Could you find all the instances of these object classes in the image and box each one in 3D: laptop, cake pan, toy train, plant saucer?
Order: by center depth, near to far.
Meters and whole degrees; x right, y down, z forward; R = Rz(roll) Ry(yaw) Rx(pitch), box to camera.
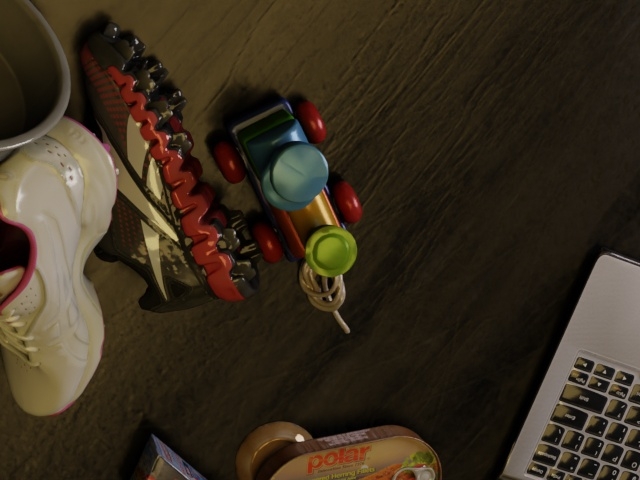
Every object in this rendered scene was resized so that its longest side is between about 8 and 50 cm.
[{"bbox_3d":[-0.348,-0.158,1.613,0.293,0.293,0.054,21,126,-19],"label":"cake pan"},{"bbox_3d":[0.000,0.000,1.805,0.105,0.143,0.248,-26,110,-5],"label":"toy train"},{"bbox_3d":[-0.041,0.218,1.928,0.083,0.015,0.083,-4,107,-13],"label":"plant saucer"},{"bbox_3d":[0.391,0.279,1.939,0.382,0.236,0.408,19,101,-19],"label":"laptop"}]

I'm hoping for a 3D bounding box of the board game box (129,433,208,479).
[{"bbox_3d":[-0.149,0.295,1.900,0.194,0.060,0.194,-33,110,-3],"label":"board game box"}]

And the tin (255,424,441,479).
[{"bbox_3d":[0.025,0.238,1.929,0.190,0.040,0.106,-8,119,-18],"label":"tin"}]

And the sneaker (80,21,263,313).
[{"bbox_3d":[-0.163,-0.054,1.770,0.135,0.097,0.276,-24,100,12],"label":"sneaker"}]

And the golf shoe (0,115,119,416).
[{"bbox_3d":[-0.262,0.039,1.725,0.140,0.115,0.306,-34,141,-46],"label":"golf shoe"}]
